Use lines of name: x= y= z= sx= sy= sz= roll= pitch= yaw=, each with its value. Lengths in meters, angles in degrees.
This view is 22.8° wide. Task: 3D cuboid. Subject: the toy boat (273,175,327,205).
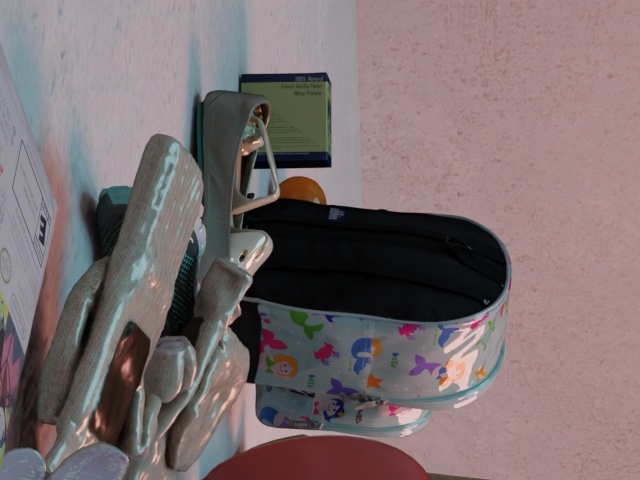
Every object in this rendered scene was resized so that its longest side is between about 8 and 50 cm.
toy boat: x=0.000 y=0.000 z=1.705 sx=0.151 sy=0.151 sz=0.231 roll=61 pitch=5 yaw=2

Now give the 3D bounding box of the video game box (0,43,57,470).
video game box: x=-0.148 y=-0.001 z=0.555 sx=0.205 sy=0.048 sz=0.187 roll=82 pitch=8 yaw=-52

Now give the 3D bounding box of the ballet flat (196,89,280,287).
ballet flat: x=-0.067 y=-0.019 z=1.237 sx=0.072 sy=0.068 sz=0.213 roll=72 pitch=19 yaw=-71

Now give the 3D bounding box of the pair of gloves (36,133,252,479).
pair of gloves: x=-0.090 y=0.079 z=0.877 sx=0.240 sy=0.042 sz=0.204 roll=77 pitch=33 yaw=-62

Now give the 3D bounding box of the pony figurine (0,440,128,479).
pony figurine: x=-0.048 y=0.300 z=0.644 sx=0.363 sy=0.303 sz=0.351 roll=105 pitch=0 yaw=-65

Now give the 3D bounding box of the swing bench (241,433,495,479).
swing bench: x=0.015 y=0.329 z=1.412 sx=0.165 sy=0.254 sz=0.253 roll=-11 pitch=102 yaw=-47

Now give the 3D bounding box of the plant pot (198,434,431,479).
plant pot: x=0.003 y=0.289 z=1.115 sx=0.275 sy=0.275 sz=0.243 roll=83 pitch=-2 yaw=-51

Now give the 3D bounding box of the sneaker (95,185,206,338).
sneaker: x=-0.101 y=0.034 z=0.951 sx=0.166 sy=0.065 sz=0.076 roll=80 pitch=15 yaw=-52

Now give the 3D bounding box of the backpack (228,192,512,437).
backpack: x=0.048 y=0.066 z=1.455 sx=0.225 sy=0.253 sz=0.191 roll=-81 pitch=169 yaw=-61

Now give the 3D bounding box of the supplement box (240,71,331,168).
supplement box: x=-0.032 y=-0.113 z=1.500 sx=0.056 sy=0.083 sz=0.083 roll=48 pitch=42 yaw=-83
